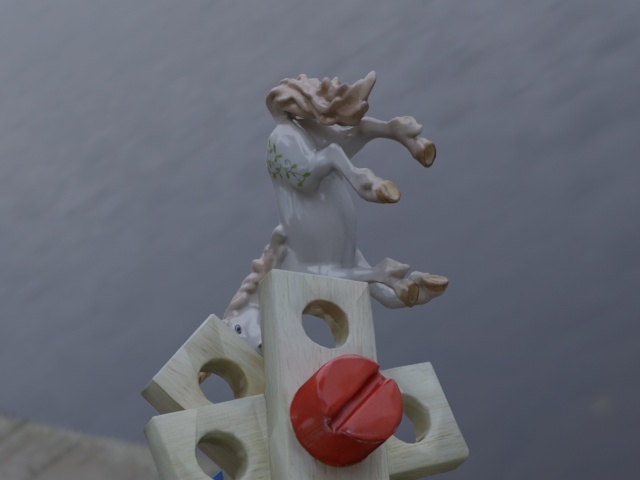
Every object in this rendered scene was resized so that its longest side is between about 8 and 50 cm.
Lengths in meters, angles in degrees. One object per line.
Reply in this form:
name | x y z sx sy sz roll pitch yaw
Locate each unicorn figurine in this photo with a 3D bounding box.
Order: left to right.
unicorn figurine | 0.000 0.000 0.890 0.111 0.161 0.060 9 10 35

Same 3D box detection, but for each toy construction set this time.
toy construction set | -0.015 0.163 0.671 0.327 0.151 0.215 111 174 -54
